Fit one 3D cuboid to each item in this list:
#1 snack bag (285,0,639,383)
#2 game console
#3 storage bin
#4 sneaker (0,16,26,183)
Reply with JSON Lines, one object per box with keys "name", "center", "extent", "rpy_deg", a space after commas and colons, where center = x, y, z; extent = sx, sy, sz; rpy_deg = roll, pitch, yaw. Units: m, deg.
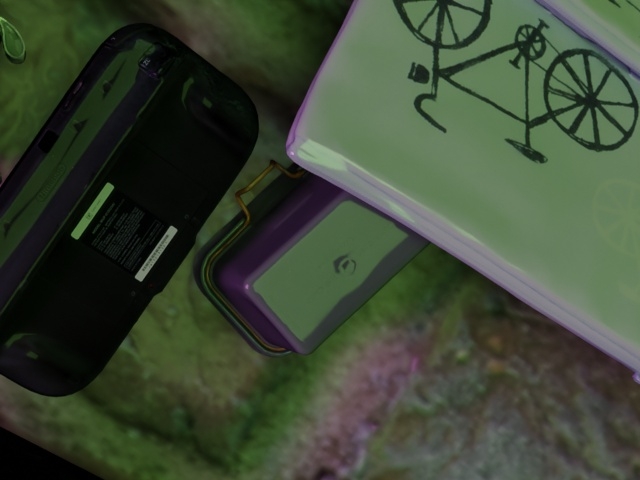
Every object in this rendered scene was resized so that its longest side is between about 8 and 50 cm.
{"name": "snack bag", "center": [0.169, -0.108, 0.846], "extent": [0.323, 0.037, 0.343], "rpy_deg": [32, 70, -14]}
{"name": "game console", "center": [-0.153, 0.060, 0.798], "extent": [0.213, 0.044, 0.361], "rpy_deg": [36, 88, -36]}
{"name": "storage bin", "center": [0.000, 0.000, 0.839], "extent": [0.135, 0.091, 0.098], "rpy_deg": [-43, 102, -7]}
{"name": "sneaker", "center": [-0.249, -0.052, 0.776], "extent": [0.153, 0.094, 0.235], "rpy_deg": [39, 76, -5]}
